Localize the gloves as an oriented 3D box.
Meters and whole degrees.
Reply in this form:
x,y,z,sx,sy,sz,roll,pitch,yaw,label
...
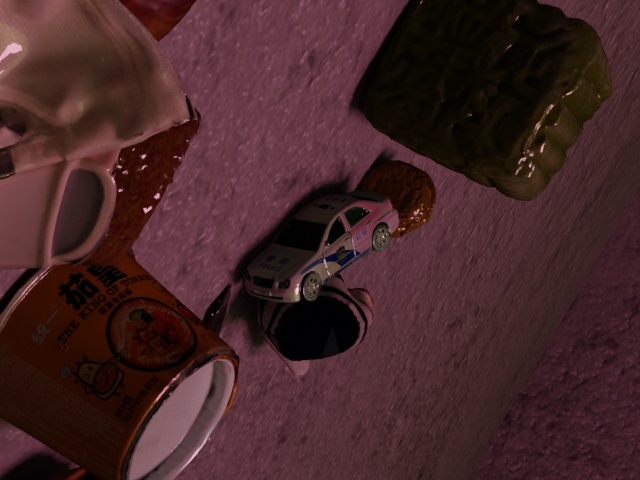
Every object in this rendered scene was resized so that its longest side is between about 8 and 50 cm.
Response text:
x,y,z,sx,sy,sz,roll,pitch,yaw,label
-0.014,0.088,1.647,0.140,0.131,0.219,-41,-163,3,gloves

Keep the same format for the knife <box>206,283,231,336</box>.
x,y,z,sx,sy,sz,roll,pitch,yaw,label
-0.143,0.151,1.585,0.060,0.028,0.230,-41,153,-63,knife

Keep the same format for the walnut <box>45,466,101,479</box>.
x,y,z,sx,sy,sz,roll,pitch,yaw,label
-0.284,0.391,1.376,0.336,0.209,0.209,-55,158,4,walnut

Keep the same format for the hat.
x,y,z,sx,sy,sz,roll,pitch,yaw,label
-0.215,-0.056,0.786,0.219,0.164,0.226,-18,176,-44,hat

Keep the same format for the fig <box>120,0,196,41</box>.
x,y,z,sx,sy,sz,roll,pitch,yaw,label
-0.162,-0.213,0.843,0.205,0.205,0.205,-45,155,-27,fig

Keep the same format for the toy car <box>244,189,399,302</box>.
x,y,z,sx,sy,sz,roll,pitch,yaw,label
0.000,0.000,1.582,0.224,0.090,0.076,-34,124,-41,toy car

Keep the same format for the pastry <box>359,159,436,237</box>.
x,y,z,sx,sy,sz,roll,pitch,yaw,label
0.098,-0.055,1.699,0.057,0.097,0.109,33,57,-58,pastry

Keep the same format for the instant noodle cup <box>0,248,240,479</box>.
x,y,z,sx,sy,sz,roll,pitch,yaw,label
-0.191,0.127,1.241,0.216,0.172,0.216,-46,157,-26,instant noodle cup

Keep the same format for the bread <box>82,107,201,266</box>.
x,y,z,sx,sy,sz,roll,pitch,yaw,label
-0.249,-0.079,0.921,0.165,0.113,0.416,-61,157,8,bread

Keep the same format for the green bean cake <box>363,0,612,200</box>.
x,y,z,sx,sy,sz,roll,pitch,yaw,label
0.196,-0.181,1.524,0.222,0.248,0.125,-61,157,2,green bean cake
